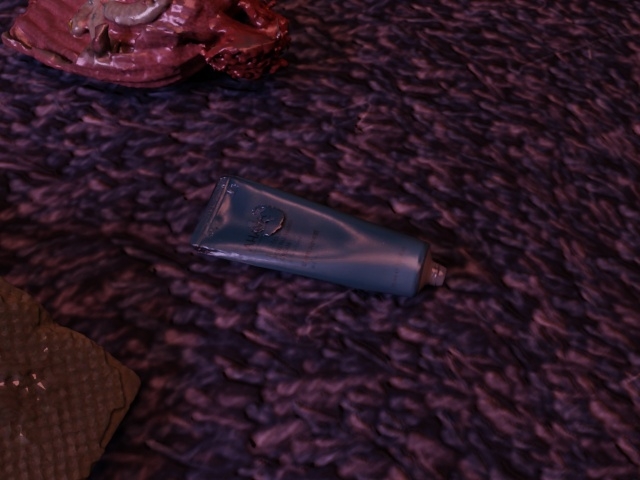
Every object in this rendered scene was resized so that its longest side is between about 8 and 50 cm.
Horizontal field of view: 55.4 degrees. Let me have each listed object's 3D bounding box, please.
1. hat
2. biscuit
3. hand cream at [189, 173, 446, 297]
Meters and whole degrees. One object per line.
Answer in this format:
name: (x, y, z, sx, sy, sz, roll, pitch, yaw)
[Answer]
hat: (-0.157, -0.240, 0.609, 0.286, 0.107, 0.237, 28, 75, 16)
biscuit: (-0.251, 0.082, 0.394, 0.252, 0.052, 0.150, 43, 49, -18)
hand cream: (0.000, 0.000, 0.538, 0.224, 0.048, 0.083, 15, 66, 10)
